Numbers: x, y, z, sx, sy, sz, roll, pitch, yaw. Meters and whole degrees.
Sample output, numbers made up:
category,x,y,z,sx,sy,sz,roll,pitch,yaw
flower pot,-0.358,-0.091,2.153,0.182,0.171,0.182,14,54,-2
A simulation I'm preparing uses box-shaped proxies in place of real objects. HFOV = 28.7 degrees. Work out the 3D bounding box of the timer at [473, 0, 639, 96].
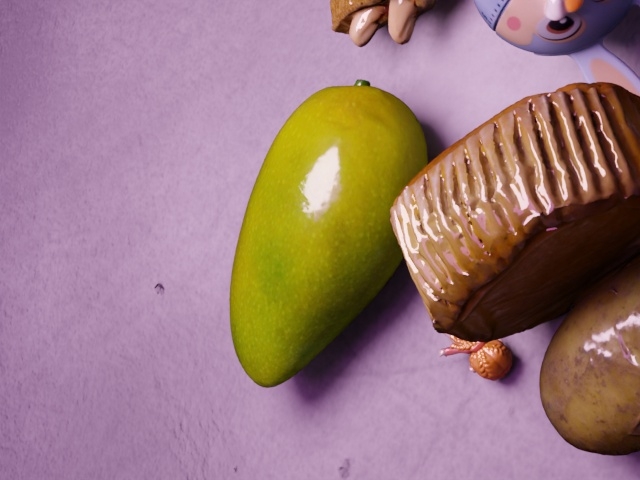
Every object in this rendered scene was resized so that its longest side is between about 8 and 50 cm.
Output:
category,x,y,z,sx,sy,sz,roll,pitch,yaw
timer,0.239,-0.214,1.123,0.175,0.175,0.255,-49,58,24

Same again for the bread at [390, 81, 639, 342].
category,x,y,z,sx,sy,sz,roll,pitch,yaw
bread,0.192,-0.024,1.095,0.253,0.227,0.142,-43,52,37

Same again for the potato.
category,x,y,z,sx,sy,sz,roll,pitch,yaw
potato,0.287,0.092,1.065,0.251,0.113,0.149,-49,60,35

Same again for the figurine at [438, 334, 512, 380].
category,x,y,z,sx,sy,sz,roll,pitch,yaw
figurine,0.146,0.098,1.240,0.064,0.047,0.109,-44,44,-1

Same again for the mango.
category,x,y,z,sx,sy,sz,roll,pitch,yaw
mango,0.000,0.000,1.320,0.192,0.156,0.343,40,113,51

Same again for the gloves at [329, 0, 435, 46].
category,x,y,z,sx,sy,sz,roll,pitch,yaw
gloves,0.051,-0.380,1.325,0.155,0.203,0.356,-10,86,13
